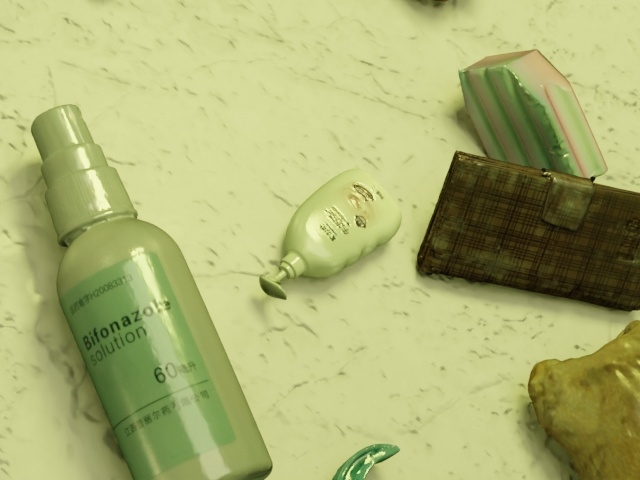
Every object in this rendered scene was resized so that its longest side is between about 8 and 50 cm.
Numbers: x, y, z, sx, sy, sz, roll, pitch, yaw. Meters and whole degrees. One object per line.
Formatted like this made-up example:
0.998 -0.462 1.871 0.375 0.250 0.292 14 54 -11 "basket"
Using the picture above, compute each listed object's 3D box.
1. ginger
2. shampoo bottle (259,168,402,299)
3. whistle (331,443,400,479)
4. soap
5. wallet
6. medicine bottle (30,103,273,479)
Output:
0.285 0.209 1.483 0.221 0.130 0.276 -38 80 -21 "ginger"
0.000 0.000 1.505 0.152 0.045 0.077 -38 85 -29 "shampoo bottle"
0.046 0.268 1.386 0.274 0.093 0.186 -19 76 -30 "whistle"
0.197 -0.114 1.598 0.056 0.100 0.149 -41 112 -35 "soap"
0.212 -0.007 1.560 0.230 0.124 0.042 12 20 -15 "wallet"
-0.155 0.052 1.384 0.110 0.110 0.352 -18 76 -27 "medicine bottle"
